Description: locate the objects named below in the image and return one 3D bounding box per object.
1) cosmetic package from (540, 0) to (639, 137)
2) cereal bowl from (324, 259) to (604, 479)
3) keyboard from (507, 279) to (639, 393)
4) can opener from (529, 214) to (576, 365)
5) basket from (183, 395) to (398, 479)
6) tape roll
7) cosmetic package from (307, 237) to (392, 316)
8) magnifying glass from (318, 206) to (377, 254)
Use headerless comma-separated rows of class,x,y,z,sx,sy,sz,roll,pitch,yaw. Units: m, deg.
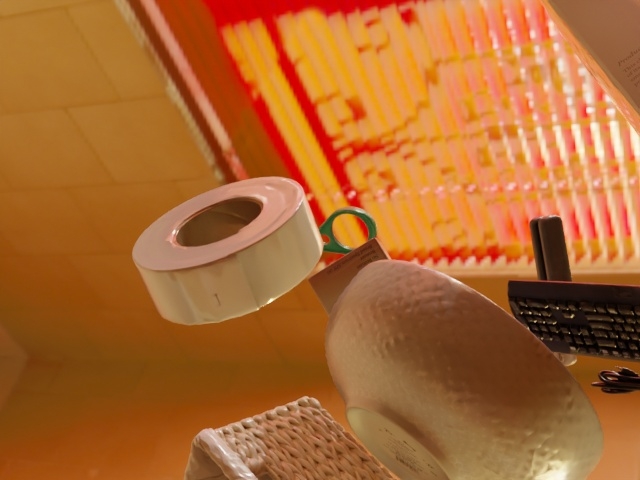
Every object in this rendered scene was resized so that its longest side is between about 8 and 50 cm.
cosmetic package,0.378,-0.237,1.019,0.156,0.217,0.385,45,-159,-37
cereal bowl,0.132,0.188,1.082,0.141,0.339,0.339,-47,-46,-23
keyboard,0.361,0.120,1.056,0.201,0.317,0.033,52,-121,-31
can opener,0.413,0.098,1.785,0.076,0.095,0.283,177,83,-76
basket,-0.056,0.507,1.680,0.266,0.328,0.331,-14,-48,-41
tape roll,-0.143,0.011,1.503,0.286,0.286,0.100,-54,-48,-50
cosmetic package,0.119,0.162,1.725,0.296,0.153,0.129,58,-176,15
magnifying glass,0.000,0.000,1.816,0.092,0.231,0.026,64,-150,-16
